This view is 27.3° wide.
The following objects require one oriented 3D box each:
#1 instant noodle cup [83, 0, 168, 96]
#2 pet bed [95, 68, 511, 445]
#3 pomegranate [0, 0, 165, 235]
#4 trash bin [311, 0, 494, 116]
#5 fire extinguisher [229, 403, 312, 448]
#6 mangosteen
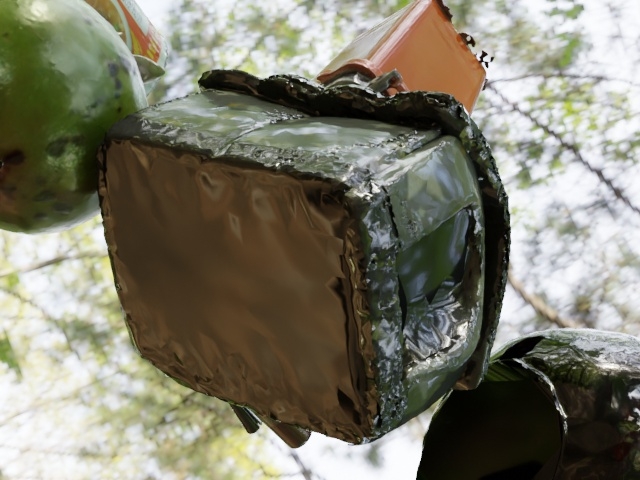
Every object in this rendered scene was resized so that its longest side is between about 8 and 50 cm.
[{"bbox_3d":[-0.239,-0.189,1.061,0.193,0.193,0.212,-2,-37,43],"label":"instant noodle cup"},{"bbox_3d":[0.000,0.000,0.762,0.211,0.159,0.183,12,-60,37],"label":"pet bed"},{"bbox_3d":[-0.181,-0.086,0.822,0.220,0.156,0.156,-114,-164,-77],"label":"pomegranate"},{"bbox_3d":[0.068,-0.126,1.249,0.184,0.239,0.161,-26,-70,40],"label":"trash bin"},{"bbox_3d":[-0.052,0.119,0.981,0.100,0.032,0.046,46,-23,-25],"label":"fire extinguisher"},{"bbox_3d":[0.195,0.193,1.064,0.287,0.233,0.287,-26,-123,50],"label":"mangosteen"}]
